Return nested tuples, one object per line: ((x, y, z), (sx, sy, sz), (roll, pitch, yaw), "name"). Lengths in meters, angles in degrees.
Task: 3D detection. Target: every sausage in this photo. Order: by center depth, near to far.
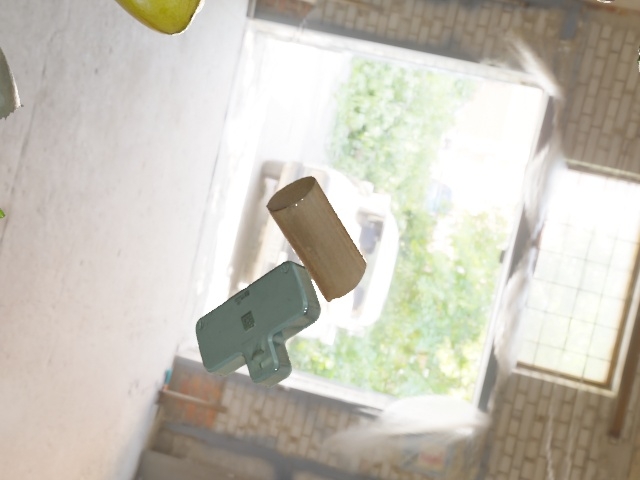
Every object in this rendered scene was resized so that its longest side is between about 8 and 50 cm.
((0.000, 0.000, 1.636), (0.253, 0.123, 0.123), (58, 29, -20), "sausage")

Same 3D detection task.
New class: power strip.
((-0.113, 0.178, 1.471), (0.059, 0.265, 0.194), (28, 35, -51), "power strip")

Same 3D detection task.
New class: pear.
((-0.323, -0.519, 1.629), (0.267, 0.266, 0.178), (-58, 130, -64), "pear")

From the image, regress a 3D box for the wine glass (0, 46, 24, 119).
((-0.756, -0.367, 1.554), (0.238, 0.238, 0.323), (-65, 140, -51), "wine glass")

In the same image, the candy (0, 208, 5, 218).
((-0.685, -0.048, 1.477), (0.102, 0.178, 0.032), (55, 21, -17), "candy")

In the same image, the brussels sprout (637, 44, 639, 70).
((0.572, -0.281, 1.182), (0.183, 0.145, 0.131), (79, -4, -70), "brussels sprout")

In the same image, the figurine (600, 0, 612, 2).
((0.338, -0.406, 0.977), (0.173, 0.173, 0.173), (14, 90, -81), "figurine")
